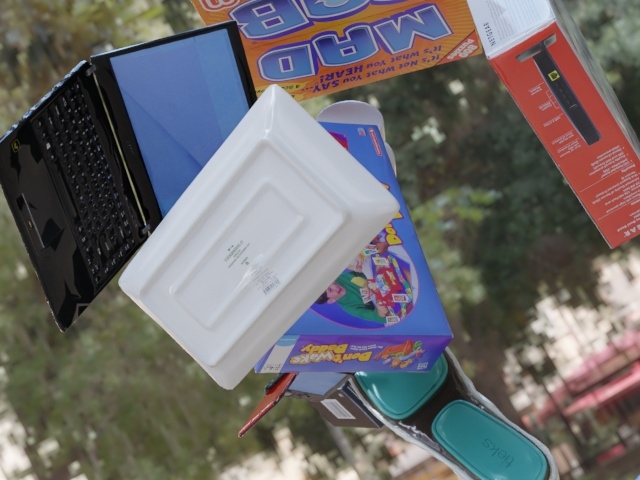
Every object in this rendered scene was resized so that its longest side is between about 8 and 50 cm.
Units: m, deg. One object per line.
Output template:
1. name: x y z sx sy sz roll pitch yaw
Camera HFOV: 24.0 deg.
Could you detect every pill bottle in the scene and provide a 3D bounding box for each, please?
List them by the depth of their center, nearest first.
1. pill bottle: 0.050 -0.092 2.291 0.131 0.131 0.229 -25 -43 -19

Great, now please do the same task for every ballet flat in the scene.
1. ballet flat: 0.162 0.231 1.993 0.139 0.400 0.139 -29 -38 -26

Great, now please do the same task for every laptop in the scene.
1. laptop: -0.180 -0.065 1.552 0.264 0.137 0.234 -53 -40 -41

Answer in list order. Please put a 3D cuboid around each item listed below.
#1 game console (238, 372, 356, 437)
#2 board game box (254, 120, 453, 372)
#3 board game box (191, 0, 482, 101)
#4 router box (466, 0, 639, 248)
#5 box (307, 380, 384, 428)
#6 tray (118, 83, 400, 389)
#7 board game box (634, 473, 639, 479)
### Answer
1. game console: -0.027 0.207 1.973 0.124 0.085 0.144 12 -29 -20
2. board game box: 0.000 0.000 1.872 0.233 0.347 0.078 2 -40 -25
3. board game box: 0.003 -0.457 2.169 0.356 0.356 0.356 -14 -26 8
4. router box: 0.265 -0.201 1.724 0.082 0.335 0.301 -29 -57 14
5. box: 0.070 0.190 2.224 0.158 0.093 0.156 -51 16 -20
6. tray: -0.064 0.009 1.262 0.270 0.145 0.030 -48 -3 35
7. board game box: 0.500 0.295 1.931 0.201 0.035 0.136 -20 10 44
